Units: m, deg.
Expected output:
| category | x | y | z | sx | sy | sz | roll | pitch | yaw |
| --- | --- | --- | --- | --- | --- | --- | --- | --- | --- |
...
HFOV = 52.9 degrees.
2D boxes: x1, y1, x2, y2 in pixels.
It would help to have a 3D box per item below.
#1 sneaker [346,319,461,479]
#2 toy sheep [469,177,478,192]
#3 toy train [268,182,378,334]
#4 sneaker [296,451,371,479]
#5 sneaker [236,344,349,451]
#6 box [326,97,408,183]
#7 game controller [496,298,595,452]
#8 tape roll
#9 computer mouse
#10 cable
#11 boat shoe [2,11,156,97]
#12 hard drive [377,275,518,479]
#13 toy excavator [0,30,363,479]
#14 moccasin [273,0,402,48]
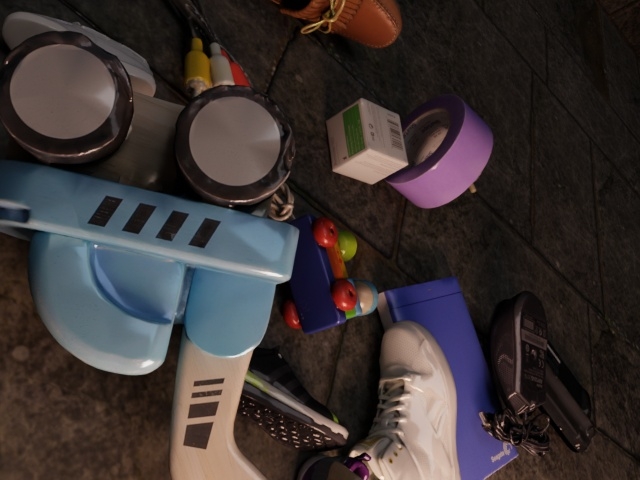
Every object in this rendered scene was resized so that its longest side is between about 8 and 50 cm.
| category | x | y | z | sx | sy | sz | roll | pitch | yaw |
| --- | --- | --- | --- | --- | --- | --- | --- | --- | --- |
| sneaker | 0.105 | 0.250 | 0.877 | 0.169 | 0.108 | 0.293 | 10 | 64 | -46 |
| toy sheep | 0.276 | -0.151 | 1.280 | 0.091 | 0.091 | 0.132 | 2 | 63 | -46 |
| toy train | 0.000 | 0.000 | 0.909 | 0.143 | 0.105 | 0.248 | 1 | 69 | -57 |
| sneaker | 0.012 | 0.355 | 0.732 | 0.083 | 0.098 | 0.224 | 27 | 52 | -35 |
| sneaker | -0.048 | 0.173 | 0.774 | 0.234 | 0.084 | 0.097 | 39 | 45 | -26 |
| box | 0.077 | -0.164 | 1.075 | 0.102 | 0.087 | 0.101 | 13 | 62 | -41 |
| game controller | 0.442 | 0.263 | 1.269 | 0.319 | 0.067 | 0.166 | 52 | 28 | -14 |
| tape roll | 0.199 | -0.155 | 1.120 | 0.080 | 0.189 | 0.189 | 36 | 48 | -29 |
| computer mouse | 0.329 | 0.218 | 1.103 | 0.188 | 0.072 | 0.272 | 30 | 62 | -39 |
| cable | -0.158 | -0.297 | 0.910 | 0.139 | 0.072 | 0.287 | 0 | 71 | -49 |
| boat shoe | -0.279 | -0.225 | 0.759 | 0.184 | 0.066 | 0.063 | 14 | 47 | -39 |
| hard drive | 0.209 | 0.224 | 1.048 | 0.210 | 0.040 | 0.319 | -6 | 74 | -48 |
| toy excavator | -0.126 | 0.091 | 0.625 | 0.433 | 0.222 | 0.445 | 14 | 81 | -13 |
| moccasin | -0.018 | -0.424 | 1.071 | 0.380 | 0.139 | 0.147 | 25 | 55 | -35 |
